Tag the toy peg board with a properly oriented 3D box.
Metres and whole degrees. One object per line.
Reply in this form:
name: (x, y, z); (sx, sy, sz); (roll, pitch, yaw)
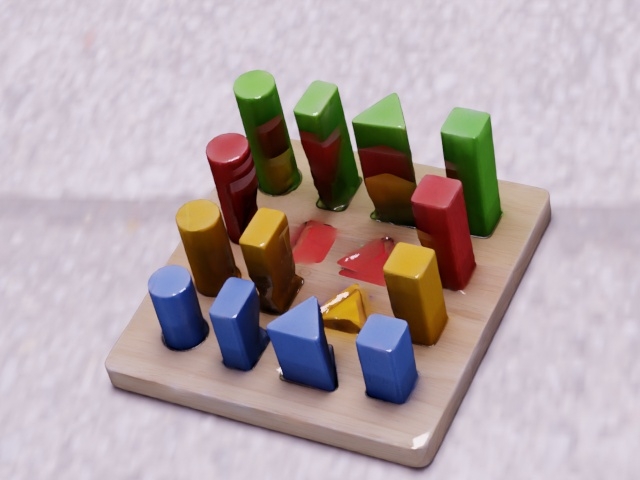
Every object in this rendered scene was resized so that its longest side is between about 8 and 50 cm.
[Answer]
toy peg board: (0.000, 0.000, 0.888); (0.161, 0.079, 0.160); (12, 50, 24)
